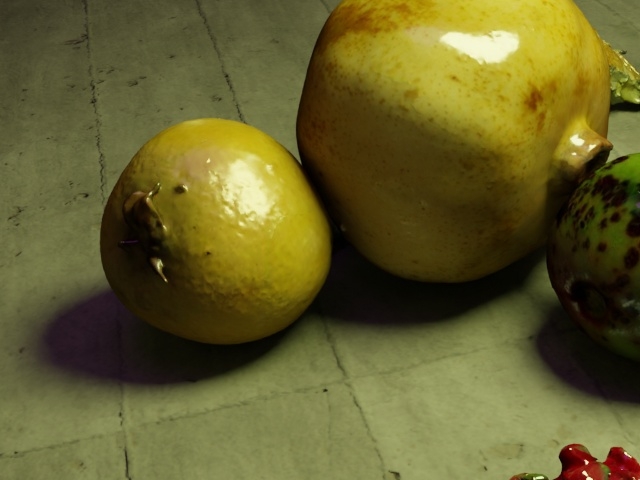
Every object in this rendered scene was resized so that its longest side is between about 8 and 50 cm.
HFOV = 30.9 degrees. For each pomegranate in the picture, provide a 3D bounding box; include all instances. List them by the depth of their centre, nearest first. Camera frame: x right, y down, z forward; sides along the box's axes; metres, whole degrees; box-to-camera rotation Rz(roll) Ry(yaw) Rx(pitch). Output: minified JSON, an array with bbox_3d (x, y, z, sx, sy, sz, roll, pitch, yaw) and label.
[{"bbox_3d":[0.401,0.018,1.254,0.305,0.242,0.242,-2,25,-25],"label":"pomegranate"},{"bbox_3d":[0.168,-0.141,1.400,0.416,0.417,0.417,-6,29,3],"label":"pomegranate"}]

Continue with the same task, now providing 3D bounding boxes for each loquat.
[{"bbox_3d":[-0.129,-0.011,1.360,0.274,0.275,0.275,-6,29,3],"label":"loquat"}]

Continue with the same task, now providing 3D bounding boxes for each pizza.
[{"bbox_3d":[0.399,-0.282,1.790,0.287,0.075,0.280,36,30,-12],"label":"pizza"}]

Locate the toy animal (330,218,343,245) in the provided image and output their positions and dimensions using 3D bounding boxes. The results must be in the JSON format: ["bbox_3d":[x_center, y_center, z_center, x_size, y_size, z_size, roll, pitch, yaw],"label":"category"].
[{"bbox_3d":[-0.013,-0.005,1.561,0.075,0.041,0.217,17,42,34],"label":"toy animal"}]

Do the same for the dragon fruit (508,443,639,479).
[{"bbox_3d":[0.214,0.283,0.858,0.198,0.218,0.273,-44,34,12],"label":"dragon fruit"}]
